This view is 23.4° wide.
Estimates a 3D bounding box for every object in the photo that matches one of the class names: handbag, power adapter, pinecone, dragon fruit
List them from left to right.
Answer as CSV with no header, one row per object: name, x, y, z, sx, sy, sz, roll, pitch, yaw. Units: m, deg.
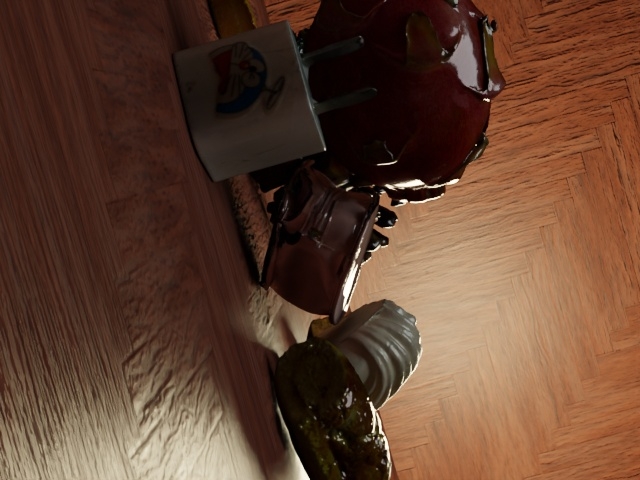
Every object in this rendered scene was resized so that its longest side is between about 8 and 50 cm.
power adapter,-0.042,-0.161,1.679,0.125,0.205,0.130,66,8,-68
handbag,-0.002,0.000,1.889,0.205,0.116,0.179,-53,162,-77
pinecone,0.022,-0.085,2.230,0.246,0.246,0.292,-99,-174,-63
dragon fruit,0.088,-0.186,1.812,0.250,0.250,0.315,-101,-157,-51

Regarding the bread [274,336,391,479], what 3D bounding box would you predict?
bread,0.015,0.211,1.762,0.132,0.103,0.172,-112,180,-52

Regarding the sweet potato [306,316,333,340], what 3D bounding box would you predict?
sweet potato,0.027,0.175,2.295,0.286,0.085,0.112,55,15,-81

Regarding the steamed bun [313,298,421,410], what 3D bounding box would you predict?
steamed bun,0.050,0.152,1.896,0.106,0.183,0.183,58,5,-7

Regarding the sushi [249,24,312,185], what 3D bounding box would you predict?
sushi,-0.067,-0.175,1.928,0.287,0.149,0.140,-56,166,-57

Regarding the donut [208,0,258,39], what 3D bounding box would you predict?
donut,-0.130,-0.344,2.302,0.152,0.058,0.152,-16,90,-87
